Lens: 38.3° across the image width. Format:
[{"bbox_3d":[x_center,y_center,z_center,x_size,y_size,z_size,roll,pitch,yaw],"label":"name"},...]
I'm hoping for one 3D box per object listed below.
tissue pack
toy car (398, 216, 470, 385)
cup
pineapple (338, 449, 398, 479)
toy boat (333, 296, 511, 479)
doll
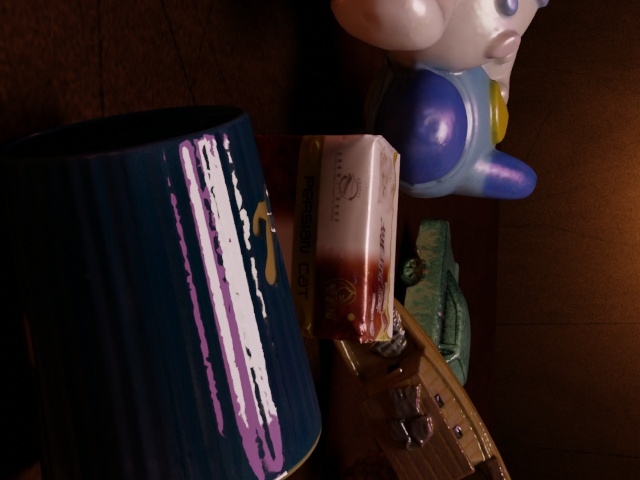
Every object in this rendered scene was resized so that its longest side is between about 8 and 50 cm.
[{"bbox_3d":[-0.001,0.000,0.693,0.099,0.106,0.149,17,75,-74],"label":"tissue pack"},{"bbox_3d":[0.149,0.134,1.237,0.141,0.097,0.321,66,30,-55],"label":"toy car"},{"bbox_3d":[-0.078,0.019,0.433,0.176,0.131,0.155,-130,-149,-69],"label":"cup"},{"bbox_3d":[0.036,0.280,0.846,0.130,0.119,0.277,47,14,3],"label":"pineapple"},{"bbox_3d":[0.103,0.179,0.859,0.321,0.089,0.121,60,14,9],"label":"toy boat"},{"bbox_3d":[0.125,-0.160,0.821,0.376,0.187,0.365,-33,143,-30],"label":"doll"}]
